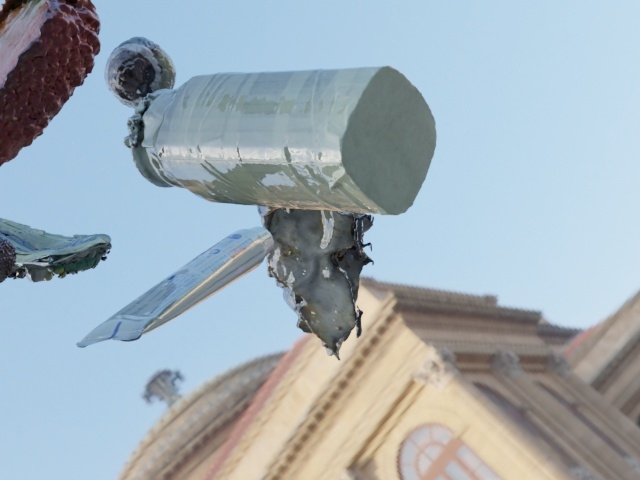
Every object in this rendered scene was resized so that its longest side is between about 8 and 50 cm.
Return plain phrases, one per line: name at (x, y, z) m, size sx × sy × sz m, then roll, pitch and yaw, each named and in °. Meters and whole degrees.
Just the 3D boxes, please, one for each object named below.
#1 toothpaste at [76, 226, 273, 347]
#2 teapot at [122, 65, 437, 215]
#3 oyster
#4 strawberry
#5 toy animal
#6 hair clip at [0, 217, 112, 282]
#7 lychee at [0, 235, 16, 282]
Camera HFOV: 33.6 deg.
toothpaste at (-0.092, 0.031, 0.753) m, size 0.218 × 0.052 × 0.033 m, roll -36°, pitch -66°, yaw -61°
teapot at (-0.023, -0.055, 0.658) m, size 0.107 × 0.200 × 0.077 m, roll 40°, pitch -114°, yaw -43°
oyster at (-0.002, 0.007, 1.212) m, size 0.133 × 0.197 × 0.337 m, roll -8°, pitch -29°, yaw 4°
strawberry at (-0.338, -0.200, 1.239) m, size 0.106 × 0.188 × 0.286 m, roll 32°, pitch -112°, yaw -35°
toy animal at (-0.255, -0.240, 1.444) m, size 0.098 × 0.137 × 0.098 m, roll -22°, pitch -32°, yaw -15°
hair clip at (-0.496, 0.025, 1.794) m, size 0.138 × 0.321 × 0.091 m, roll -20°, pitch -66°, yaw -53°
lychee at (-0.467, 0.028, 1.503) m, size 0.068 × 0.067 × 0.083 m, roll -84°, pitch 11°, yaw -62°
